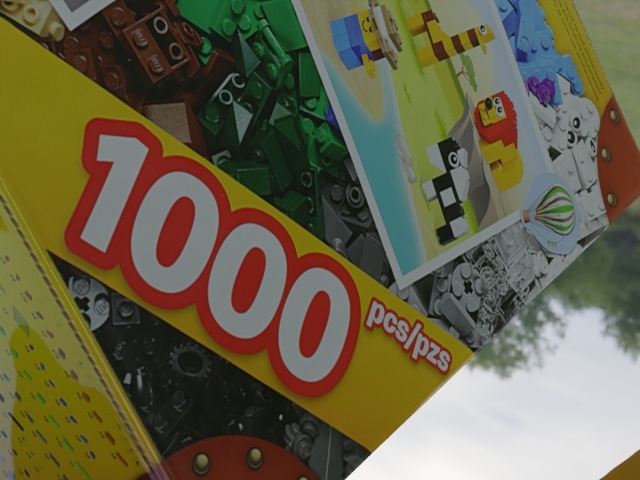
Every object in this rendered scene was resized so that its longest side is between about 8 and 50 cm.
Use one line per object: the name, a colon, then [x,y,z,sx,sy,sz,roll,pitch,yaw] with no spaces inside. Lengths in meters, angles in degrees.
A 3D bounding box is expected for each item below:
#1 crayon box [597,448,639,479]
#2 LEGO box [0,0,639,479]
crayon box: [0.196,0.219,0.729,0.081,0.202,0.319,30,-144,35]
LEGO box: [-0.092,-0.151,0.596,0.193,0.500,0.372,-15,-163,47]
